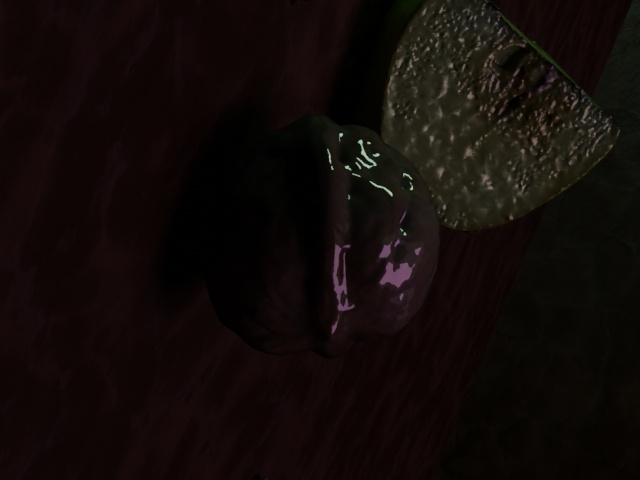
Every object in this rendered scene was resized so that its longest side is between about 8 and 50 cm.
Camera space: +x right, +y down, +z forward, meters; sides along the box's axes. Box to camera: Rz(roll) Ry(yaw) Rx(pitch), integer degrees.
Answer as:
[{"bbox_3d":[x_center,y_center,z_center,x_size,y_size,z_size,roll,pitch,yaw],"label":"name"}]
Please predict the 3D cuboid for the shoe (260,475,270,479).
[{"bbox_3d":[-0.050,0.382,1.650,0.169,0.099,0.071,95,21,-47],"label":"shoe"}]

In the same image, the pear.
[{"bbox_3d":[0.149,-0.134,1.385,0.159,0.292,0.292,-125,-128,-71],"label":"pear"}]

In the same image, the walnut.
[{"bbox_3d":[0.000,0.000,1.106,0.224,0.224,0.224,-57,161,-32],"label":"walnut"}]

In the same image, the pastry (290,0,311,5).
[{"bbox_3d":[0.031,-0.272,0.753,0.275,0.275,0.193,-62,179,-19],"label":"pastry"}]

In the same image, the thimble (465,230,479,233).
[{"bbox_3d":[0.173,-0.133,1.589,0.237,0.150,0.237,-57,159,-36],"label":"thimble"}]
